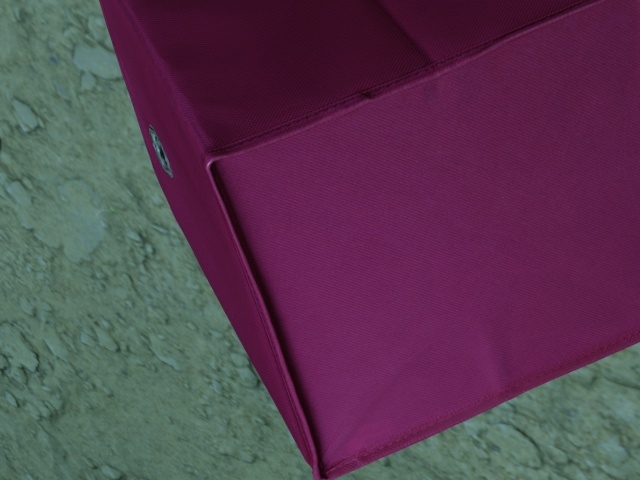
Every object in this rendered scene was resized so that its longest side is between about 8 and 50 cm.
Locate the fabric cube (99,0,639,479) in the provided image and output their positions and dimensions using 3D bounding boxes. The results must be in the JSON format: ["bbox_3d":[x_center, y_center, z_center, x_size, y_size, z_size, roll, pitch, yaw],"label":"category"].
[{"bbox_3d":[0.039,-0.063,0.950,0.258,0.259,0.254,-121,12,-49],"label":"fabric cube"}]
